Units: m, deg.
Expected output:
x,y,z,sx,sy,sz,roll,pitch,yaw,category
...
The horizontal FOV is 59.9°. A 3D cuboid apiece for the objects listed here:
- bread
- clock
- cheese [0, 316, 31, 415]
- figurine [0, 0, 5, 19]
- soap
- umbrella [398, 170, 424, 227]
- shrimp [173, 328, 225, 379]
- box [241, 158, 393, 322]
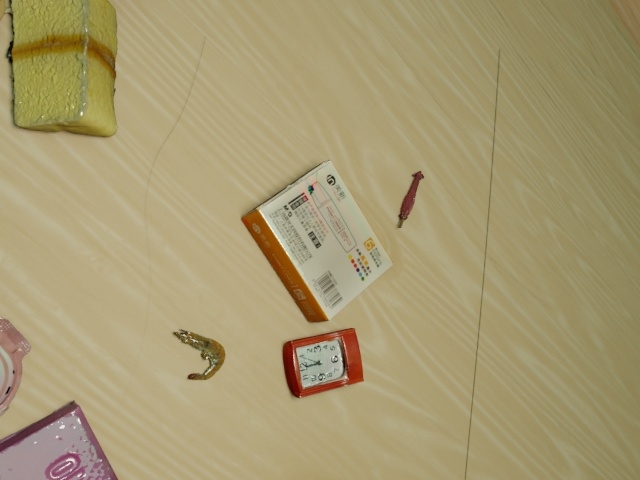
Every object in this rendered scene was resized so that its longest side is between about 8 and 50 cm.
x,y,z,sx,sy,sz,roll,pitch,yaw,category
-0.423,-0.313,0.946,0.178,0.142,0.266,1,83,-46,bread
0.003,0.247,1.131,0.155,0.061,0.113,-7,85,-28,clock
-0.559,0.216,0.786,0.286,0.074,0.189,-35,114,-18,cheese
-0.600,-0.368,0.862,0.196,0.108,0.114,-20,82,-14,figurine
-0.401,0.405,0.849,0.181,0.081,0.259,-27,96,-31,soap
0.215,-0.099,1.331,0.025,0.027,0.165,39,63,-33,umbrella
-0.230,0.212,1.018,0.114,0.023,0.083,35,69,-25,shrimp
0.000,0.000,1.149,0.221,0.091,0.274,-35,100,-31,box
